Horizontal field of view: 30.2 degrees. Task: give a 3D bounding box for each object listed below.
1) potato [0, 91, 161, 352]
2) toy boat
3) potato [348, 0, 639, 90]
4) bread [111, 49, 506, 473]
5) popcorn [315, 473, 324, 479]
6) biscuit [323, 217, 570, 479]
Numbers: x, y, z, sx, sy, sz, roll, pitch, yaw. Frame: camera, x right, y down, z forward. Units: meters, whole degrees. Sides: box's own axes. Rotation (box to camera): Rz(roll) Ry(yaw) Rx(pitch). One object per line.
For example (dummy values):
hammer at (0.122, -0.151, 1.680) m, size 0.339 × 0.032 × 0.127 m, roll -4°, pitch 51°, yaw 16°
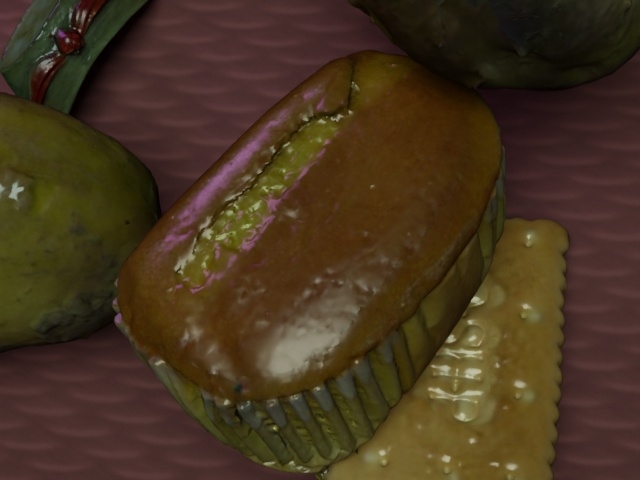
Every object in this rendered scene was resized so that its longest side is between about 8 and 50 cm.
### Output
potato at (-0.245, -0.008, 0.853) m, size 0.266 × 0.229 × 0.229 m, roll 3°, pitch 82°, yaw 12°
toy boat at (-0.200, -0.156, 0.941) m, size 0.089 × 0.071 × 0.185 m, roll 27°, pitch 84°, yaw 54°
potato at (0.091, -0.226, 0.728) m, size 0.288 × 0.301 × 0.237 m, roll 21°, pitch 50°, yaw 1°
bread at (0.000, 0.000, 0.799) m, size 0.204 × 0.156 × 0.288 m, roll 34°, pitch 73°, yaw 31°
popcorn at (0.023, 0.141, 0.868) m, size 0.082 × 0.057 × 0.083 m, roll 9°, pitch 80°, yaw 8°
biscuit at (0.091, 0.086, 0.836) m, size 0.160 × 0.030 × 0.250 m, roll 5°, pitch 60°, yaw 11°
